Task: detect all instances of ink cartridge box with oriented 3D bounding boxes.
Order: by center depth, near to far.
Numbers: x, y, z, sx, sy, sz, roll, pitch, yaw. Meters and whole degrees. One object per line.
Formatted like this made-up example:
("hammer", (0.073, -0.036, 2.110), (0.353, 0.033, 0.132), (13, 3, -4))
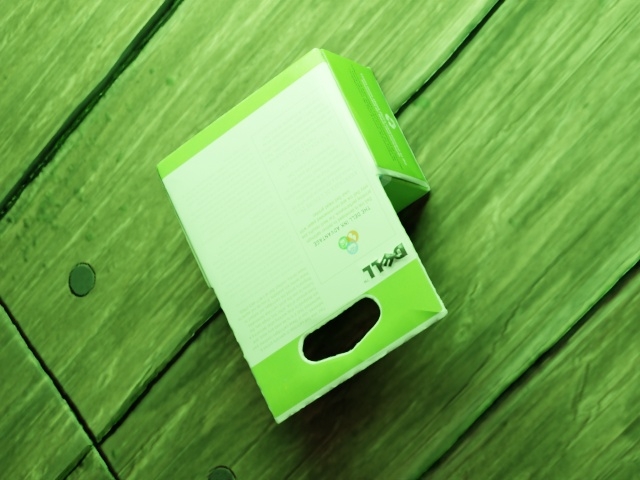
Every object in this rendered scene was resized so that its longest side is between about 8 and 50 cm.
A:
("ink cartridge box", (0.000, 0.000, 1.512), (0.189, 0.097, 0.255), (-34, 69, 23))
